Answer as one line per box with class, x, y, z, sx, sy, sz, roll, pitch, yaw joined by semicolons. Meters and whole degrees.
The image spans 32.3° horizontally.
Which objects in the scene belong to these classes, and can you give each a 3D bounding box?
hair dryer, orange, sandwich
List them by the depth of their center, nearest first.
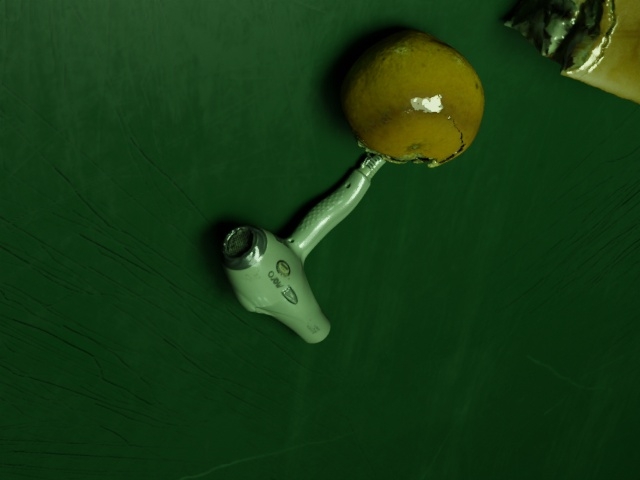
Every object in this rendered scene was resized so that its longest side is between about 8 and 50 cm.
orange;0.098;-0.150;1.172;0.157;0.134;0.156;7;156;3
sandwich;0.334;-0.279;1.173;0.198;0.155;0.227;14;116;-35
hair dryer;-0.007;0.028;1.293;0.225;0.088;0.219;-33;141;-23
